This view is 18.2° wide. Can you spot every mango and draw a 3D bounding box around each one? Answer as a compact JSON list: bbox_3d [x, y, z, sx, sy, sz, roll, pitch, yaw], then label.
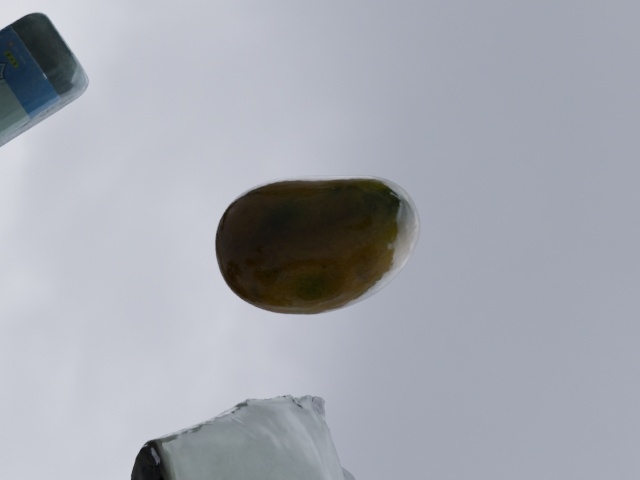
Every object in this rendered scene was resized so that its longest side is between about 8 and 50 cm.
[{"bbox_3d":[0.000,0.003,1.409,0.163,0.111,0.089,-3,-122,27],"label":"mango"}]

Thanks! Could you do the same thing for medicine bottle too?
[{"bbox_3d":[-0.301,-0.110,1.693,0.090,0.208,0.053,54,-8,20],"label":"medicine bottle"}]

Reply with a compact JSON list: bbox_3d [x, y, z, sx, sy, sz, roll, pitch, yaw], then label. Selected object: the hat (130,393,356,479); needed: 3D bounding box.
[{"bbox_3d":[-0.052,0.235,0.981,0.258,0.168,0.301,-45,-134,52],"label":"hat"}]
